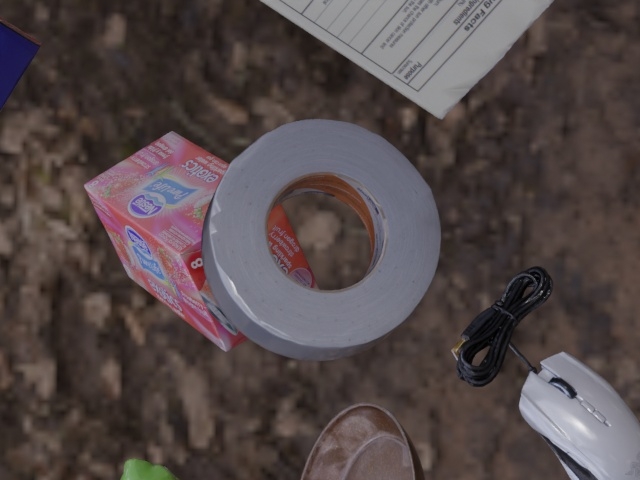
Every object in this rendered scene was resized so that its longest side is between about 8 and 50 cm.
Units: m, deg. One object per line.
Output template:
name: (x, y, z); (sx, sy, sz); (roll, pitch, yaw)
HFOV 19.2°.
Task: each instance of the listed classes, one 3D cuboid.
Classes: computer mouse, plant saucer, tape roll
computer mouse: (0.189, 0.119, 1.407); (0.193, 0.106, 0.042); (48, 154, -3)
plant saucer: (0.041, 0.244, 1.680); (0.198, 0.036, 0.198); (-28, 56, 53)
tape roll: (0.000, 0.000, 1.772); (0.072, 0.219, 0.219); (129, 138, -74)

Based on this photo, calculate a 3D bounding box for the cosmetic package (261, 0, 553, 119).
cosmetic package: (0.017, -0.240, 1.330); (0.153, 0.296, 0.129); (-45, 16, 42)

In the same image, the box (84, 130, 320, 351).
box: (-0.149, -0.006, 2.301); (0.300, 0.142, 0.154); (32, 150, 56)

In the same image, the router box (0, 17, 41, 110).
router box: (-0.465, -0.120, 1.730); (0.301, 0.082, 0.335); (32, 91, 23)

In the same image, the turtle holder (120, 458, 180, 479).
turtle holder: (-0.143, 0.399, 2.072); (0.227, 0.243, 0.320); (72, -152, -45)
